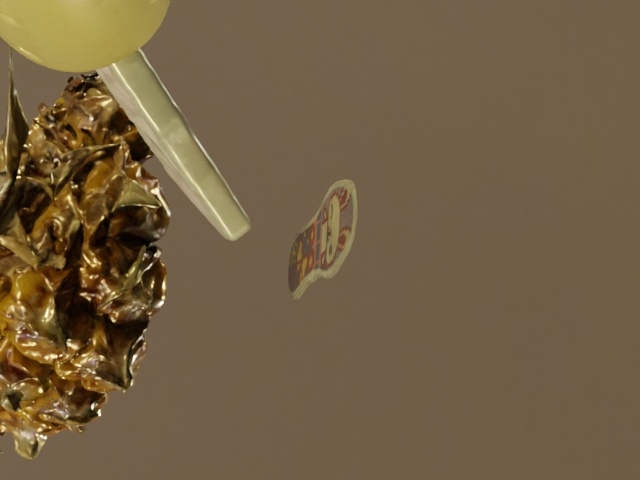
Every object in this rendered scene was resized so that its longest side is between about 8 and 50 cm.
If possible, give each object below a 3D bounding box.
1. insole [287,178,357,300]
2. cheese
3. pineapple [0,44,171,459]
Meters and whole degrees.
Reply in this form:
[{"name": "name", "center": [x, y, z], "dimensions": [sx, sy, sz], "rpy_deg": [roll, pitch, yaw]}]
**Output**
[{"name": "insole", "center": [0.000, 0.000, 1.325], "dimensions": [0.004, 0.197, 0.065], "rpy_deg": [6, -103, -13]}, {"name": "cheese", "center": [-0.070, -0.074, 0.508], "dimensions": [0.050, 0.127, 0.255], "rpy_deg": [-41, -37, -6]}, {"name": "pineapple", "center": [-0.200, 0.033, 1.322], "dimensions": [0.158, 0.161, 0.334], "rpy_deg": [10, -60, -45]}]
